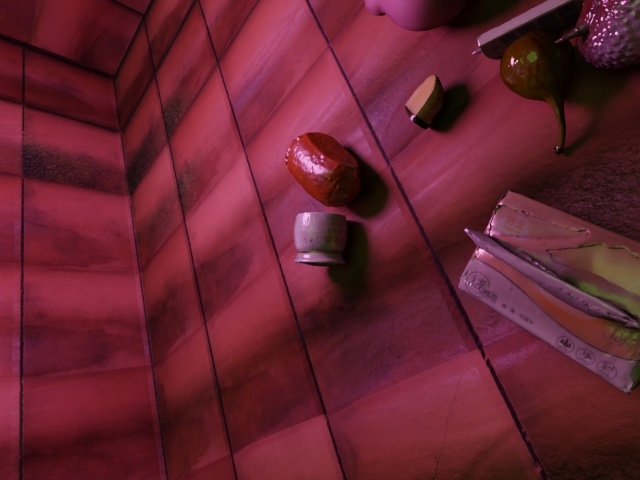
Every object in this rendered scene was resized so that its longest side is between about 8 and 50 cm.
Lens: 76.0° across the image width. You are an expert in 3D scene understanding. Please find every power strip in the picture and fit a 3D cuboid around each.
[{"bbox_3d":[0.414,-0.426,0.823,0.227,0.080,0.029,-14,79,44],"label":"power strip"}]

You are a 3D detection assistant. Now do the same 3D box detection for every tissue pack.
[{"bbox_3d":[0.394,0.067,0.668,0.306,0.239,0.238,37,110,42],"label":"tissue pack"}]

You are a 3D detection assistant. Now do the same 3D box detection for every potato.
[{"bbox_3d":[0.259,-0.328,0.968,0.103,0.067,0.096,-50,28,34],"label":"potato"}]

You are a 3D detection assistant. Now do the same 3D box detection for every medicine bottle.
[{"bbox_3d":[0.000,0.000,1.122,0.147,0.147,0.142,-4,83,45],"label":"medicine bottle"}]

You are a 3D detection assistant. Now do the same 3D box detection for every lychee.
[{"bbox_3d":[0.495,-0.366,0.668,0.198,0.165,0.165,-6,78,9],"label":"lychee"}]

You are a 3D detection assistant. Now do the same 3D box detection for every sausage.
[{"bbox_3d":[0.010,-0.196,1.137,0.268,0.153,0.141,48,136,37],"label":"sausage"}]

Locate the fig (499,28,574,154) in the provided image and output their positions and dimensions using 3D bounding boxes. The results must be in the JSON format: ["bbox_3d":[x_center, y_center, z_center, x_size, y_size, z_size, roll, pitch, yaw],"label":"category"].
[{"bbox_3d":[0.425,-0.279,0.776,0.124,0.124,0.236,-19,82,42],"label":"fig"}]

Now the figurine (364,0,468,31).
[{"bbox_3d":[0.238,-0.595,0.907,0.211,0.270,0.261,55,164,16],"label":"figurine"}]
